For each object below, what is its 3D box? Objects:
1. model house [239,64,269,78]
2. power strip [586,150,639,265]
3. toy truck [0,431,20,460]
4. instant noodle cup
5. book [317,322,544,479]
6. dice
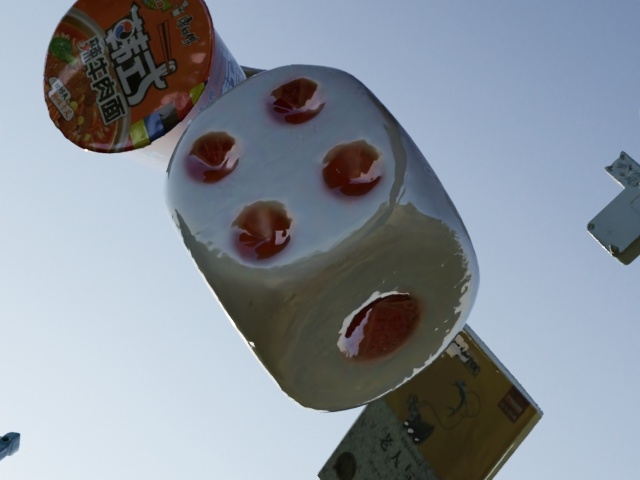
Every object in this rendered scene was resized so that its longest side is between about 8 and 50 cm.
[{"bbox_3d":[-0.197,-0.200,1.429,0.229,0.188,0.122,-45,-113,41],"label":"model house"},{"bbox_3d":[0.495,-0.082,1.399,0.216,0.145,0.061,-45,-50,11],"label":"power strip"},{"bbox_3d":[-0.594,0.353,1.371,0.177,0.363,0.177,8,-81,-1],"label":"toy truck"},{"bbox_3d":[-0.216,-0.203,1.227,0.250,0.251,0.192,-3,-15,19],"label":"instant noodle cup"},{"bbox_3d":[0.150,0.317,1.399,0.032,0.269,0.389,17,-68,-38],"label":"book"},{"bbox_3d":[0.000,0.000,1.083,0.277,0.304,0.304,-34,-37,0],"label":"dice"}]
